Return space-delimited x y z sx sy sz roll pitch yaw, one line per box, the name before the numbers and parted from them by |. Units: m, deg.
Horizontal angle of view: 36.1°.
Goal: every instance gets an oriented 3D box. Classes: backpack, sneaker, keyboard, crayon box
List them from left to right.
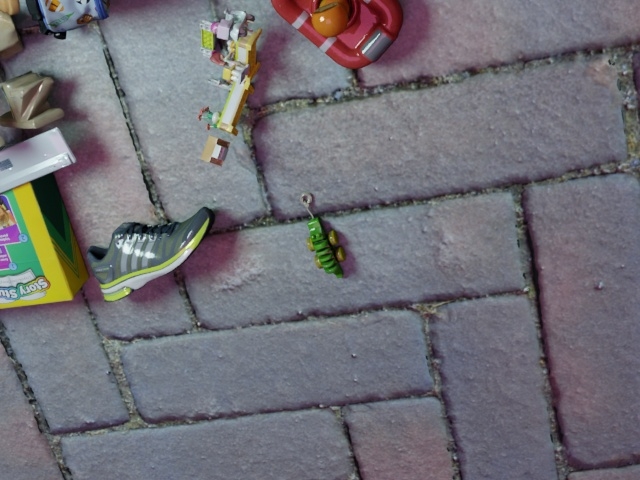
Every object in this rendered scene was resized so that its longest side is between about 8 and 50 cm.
crayon box | -0.683 -0.016 1.937 0.363 0.106 0.313 -7 117 12
keyboard | -0.573 -0.131 1.798 0.256 0.014 0.072 -20 106 14
backpack | -0.408 -0.457 1.576 0.213 0.263 0.276 -18 114 0
sneaker | -0.334 0.010 1.895 0.300 0.111 0.121 -30 105 20

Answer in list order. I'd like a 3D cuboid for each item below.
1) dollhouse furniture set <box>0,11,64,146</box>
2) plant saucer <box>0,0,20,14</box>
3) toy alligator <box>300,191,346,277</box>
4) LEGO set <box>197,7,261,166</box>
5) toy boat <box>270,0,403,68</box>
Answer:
dollhouse furniture set | -0.711 -0.315 1.673 0.256 0.394 0.362 10 124 42
plant saucer | -0.526 -0.444 1.525 0.037 0.200 0.200 -26 116 -20
toy alligator | 0.000 0.000 1.863 0.056 0.051 0.189 -17 113 17
LEGO set | -0.181 -0.279 1.715 0.107 0.132 0.287 21 125 8
toy boat | 0.020 -0.378 1.608 0.231 0.151 0.151 38 116 -11
